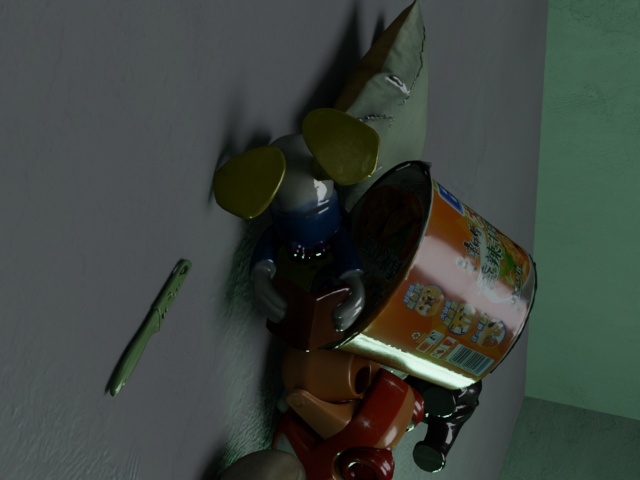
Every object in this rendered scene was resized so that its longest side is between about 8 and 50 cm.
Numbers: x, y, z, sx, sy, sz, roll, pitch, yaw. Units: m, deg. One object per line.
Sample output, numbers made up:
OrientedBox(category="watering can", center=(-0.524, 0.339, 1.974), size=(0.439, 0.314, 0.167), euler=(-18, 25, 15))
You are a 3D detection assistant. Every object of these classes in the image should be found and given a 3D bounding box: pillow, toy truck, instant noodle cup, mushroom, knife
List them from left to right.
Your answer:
OrientedBox(category="knife", center=(-0.185, 0.095, 1.359), size=(0.030, 0.014, 0.207), euler=(80, 26, -44))
OrientedBox(category="mushroom", center=(-0.046, 0.383, 1.633), size=(0.207, 0.215, 0.207), euler=(2, 90, -74))
OrientedBox(category="toy truck", center=(0.010, 0.254, 1.832), size=(0.265, 0.239, 0.189), euler=(-39, -169, 43))
OrientedBox(category="pillow", center=(0.086, -0.160, 1.865), size=(0.312, 0.119, 0.310), euler=(-58, 155, -36))
OrientedBox(category="instant noodle cup", center=(0.145, 0.066, 1.701), size=(0.296, 0.214, 0.296), euler=(-48, -156, 29))

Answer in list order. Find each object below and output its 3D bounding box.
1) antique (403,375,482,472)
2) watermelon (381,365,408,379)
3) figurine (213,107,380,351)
OrientedBox(category="antique", center=(0.237, 0.274, 2.514), size=(0.255, 0.185, 0.322), euler=(-41, 139, -52))
OrientedBox(category="watermelon", center=(0.115, 0.110, 1.953), size=(0.289, 0.214, 0.319), euler=(81, 30, -65))
OrientedBox(category="figurine", center=(0.000, 0.000, 1.601), size=(0.338, 0.205, 0.283), euler=(35, 48, -82))
